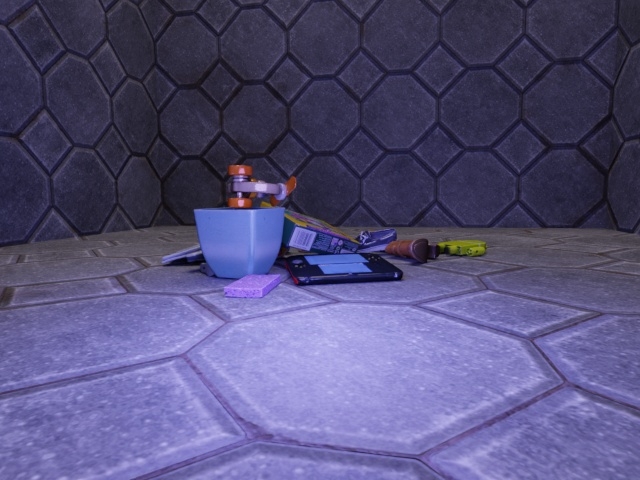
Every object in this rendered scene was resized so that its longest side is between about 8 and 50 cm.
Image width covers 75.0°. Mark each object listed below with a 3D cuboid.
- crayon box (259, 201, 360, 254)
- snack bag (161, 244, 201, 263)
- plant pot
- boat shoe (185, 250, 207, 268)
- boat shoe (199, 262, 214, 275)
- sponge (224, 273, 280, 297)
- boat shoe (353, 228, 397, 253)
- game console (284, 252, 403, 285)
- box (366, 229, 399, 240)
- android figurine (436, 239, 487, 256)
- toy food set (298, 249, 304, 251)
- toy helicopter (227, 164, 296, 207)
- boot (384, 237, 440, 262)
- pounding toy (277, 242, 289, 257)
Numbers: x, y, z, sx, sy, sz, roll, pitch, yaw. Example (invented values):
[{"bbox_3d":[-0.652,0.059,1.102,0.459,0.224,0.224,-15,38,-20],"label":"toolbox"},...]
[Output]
[{"bbox_3d":[-0.060,-0.037,1.827,0.362,0.106,0.313,16,10,-38],"label":"crayon box"},{"bbox_3d":[-0.535,0.030,1.938,0.322,0.037,0.342,-17,6,-2],"label":"snack bag"},{"bbox_3d":[-0.287,0.007,1.528,0.247,0.253,0.247,2,8,21],"label":"plant pot"},{"bbox_3d":[-0.443,0.075,1.718,0.095,0.079,0.254,0,4,30],"label":"boat shoe"},{"bbox_3d":[-0.420,0.105,1.588,0.040,0.049,0.142,-4,5,-33],"label":"boat shoe"},{"bbox_3d":[-0.209,0.141,1.316,0.117,0.031,0.210,0,6,10],"label":"sponge"},{"bbox_3d":[0.225,-0.001,2.027,0.300,0.102,0.108,-8,32,1],"label":"boat shoe"},{"bbox_3d":[0.071,0.099,1.551,0.385,0.060,0.342,-2,6,-11],"label":"game console"},{"bbox_3d":[0.359,-0.002,2.174,0.201,0.021,0.164,32,17,34],"label":"box"},{"bbox_3d":[0.701,0.036,2.070,0.272,0.056,0.248,-4,7,-27],"label":"android figurine"},{"bbox_3d":[-0.079,0.048,2.192,0.083,0.020,0.082,2,7,29],"label":"toy food set"},{"bbox_3d":[-0.223,-0.187,1.538,0.234,0.140,0.355,0,3,-12],"label":"toy helicopter"},{"bbox_3d":[0.387,0.033,1.872,0.220,0.109,0.283,5,7,35],"label":"boot"},{"bbox_3d":[-0.194,0.031,1.990,0.094,0.181,0.206,50,30,21],"label":"pounding toy"}]
